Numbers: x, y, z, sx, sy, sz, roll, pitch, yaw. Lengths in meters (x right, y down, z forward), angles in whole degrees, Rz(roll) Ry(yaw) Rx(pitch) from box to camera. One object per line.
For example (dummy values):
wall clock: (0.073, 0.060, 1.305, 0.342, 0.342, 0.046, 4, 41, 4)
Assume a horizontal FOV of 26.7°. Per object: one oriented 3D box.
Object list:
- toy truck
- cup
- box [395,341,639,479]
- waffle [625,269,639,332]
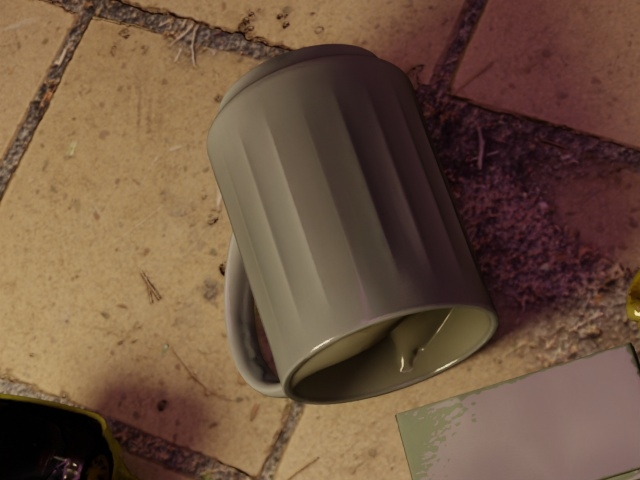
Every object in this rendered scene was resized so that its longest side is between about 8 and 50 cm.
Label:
toy truck: (-0.331, 0.378, 1.390, 0.180, 0.254, 0.405, 10, 60, 18)
cup: (0.000, 0.000, 1.448, 0.323, 0.236, 0.327, -38, 60, 36)
box: (0.217, 0.212, 1.279, 0.224, 0.225, 0.117, -19, 66, 11)
waffle: (0.443, 0.097, 1.273, 0.311, 0.060, 0.307, 20, 42, 3)
